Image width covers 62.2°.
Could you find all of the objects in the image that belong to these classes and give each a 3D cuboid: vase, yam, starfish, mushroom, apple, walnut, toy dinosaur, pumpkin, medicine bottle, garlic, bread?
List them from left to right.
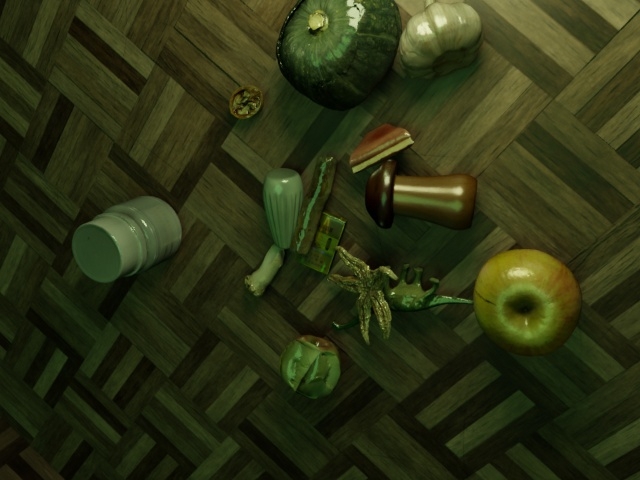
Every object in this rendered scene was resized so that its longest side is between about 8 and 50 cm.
[{"bbox_3d":[-0.641,-0.005,1.778,0.245,0.306,0.245,7,110,19],"label":"medicine bottle"},{"bbox_3d":[-0.218,-0.420,1.610,0.121,0.052,0.091,-25,96,25],"label":"walnut"},{"bbox_3d":[-0.180,0.093,1.766,0.209,0.071,0.084,-53,55,25],"label":"mushroom"},{"bbox_3d":[-0.114,-0.093,1.646,0.128,0.128,0.248,11,120,18],"label":"vase"},{"bbox_3d":[-0.029,0.410,1.756,0.207,0.174,0.188,28,96,13],"label":"apple"},{"bbox_3d":[-0.020,-0.103,1.605,0.067,0.071,0.317,31,108,47],"label":"yam"},{"bbox_3d":[0.046,-0.511,1.364,0.291,0.257,0.328,38,109,25],"label":"pumpkin"},{"bbox_3d":[0.129,0.148,1.600,0.302,0.060,0.299,45,138,34],"label":"starfish"},{"bbox_3d":[0.174,-0.267,1.483,0.192,0.119,0.067,-21,129,28],"label":"bread"},{"bbox_3d":[0.248,0.223,1.628,0.447,0.087,0.301,18,113,22],"label":"toy dinosaur"},{"bbox_3d":[0.282,-0.526,1.321,0.218,0.218,0.212,-23,69,27],"label":"garlic"},{"bbox_3d":[0.541,0.159,1.407,0.286,0.233,0.286,6,106,22],"label":"apple"}]

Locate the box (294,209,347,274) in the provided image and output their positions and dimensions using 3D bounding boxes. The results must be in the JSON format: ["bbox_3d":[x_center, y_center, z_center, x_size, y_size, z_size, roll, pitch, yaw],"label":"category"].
[{"bbox_3d":[0.000,0.000,1.681,0.121,0.030,0.193,24,116,12],"label":"box"}]

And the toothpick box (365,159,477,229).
[{"bbox_3d":[0.270,-0.116,1.452,0.294,0.192,0.192,8,111,13],"label":"toothpick box"}]
